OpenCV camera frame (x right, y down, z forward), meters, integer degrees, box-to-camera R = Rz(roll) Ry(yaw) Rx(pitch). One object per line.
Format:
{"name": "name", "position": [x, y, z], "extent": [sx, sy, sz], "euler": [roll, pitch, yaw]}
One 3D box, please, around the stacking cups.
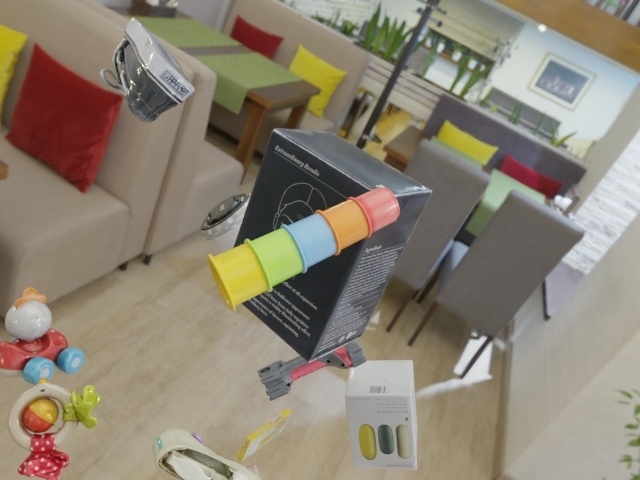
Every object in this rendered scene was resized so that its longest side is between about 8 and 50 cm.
{"name": "stacking cups", "position": [-0.016, 0.008, 0.837], "extent": [0.316, 0.096, 0.096], "euler": [-23, 49, -18]}

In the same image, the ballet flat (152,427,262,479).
{"name": "ballet flat", "position": [-0.188, 0.421, 0.922], "extent": [0.248, 0.086, 0.086], "euler": [37, 25, -14]}

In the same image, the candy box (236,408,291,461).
{"name": "candy box", "position": [-0.181, 0.632, 1.707], "extent": [0.027, 0.105, 0.205], "euler": [36, 28, 25]}

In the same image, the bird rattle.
{"name": "bird rattle", "position": [-0.689, 0.470, 1.335], "extent": [0.206, 0.254, 0.143], "euler": [39, -9, -5]}

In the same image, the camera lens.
{"name": "camera lens", "position": [-0.254, -0.006, 1.785], "extent": [0.274, 0.219, 0.219], "euler": [55, 19, -22]}

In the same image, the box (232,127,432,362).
{"name": "box", "position": [0.000, 0.000, 1.135], "extent": [0.293, 0.396, 0.211], "euler": [36, 28, 27]}

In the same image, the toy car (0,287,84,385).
{"name": "toy car", "position": [-0.799, 0.247, 1.467], "extent": [0.219, 0.238, 0.210], "euler": [13, 8, 20]}

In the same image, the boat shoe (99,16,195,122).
{"name": "boat shoe", "position": [-0.285, -0.268, 0.849], "extent": [0.113, 0.105, 0.306], "euler": [43, 7, -43]}

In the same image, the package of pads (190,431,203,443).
{"name": "package of pads", "position": [-0.353, 0.559, 1.450], "extent": [0.032, 0.083, 0.050], "euler": [45, 68, -3]}

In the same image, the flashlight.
{"name": "flashlight", "position": [-0.020, 0.371, 1.529], "extent": [0.303, 0.103, 0.103], "euler": [-25, 35, -8]}

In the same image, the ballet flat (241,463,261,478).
{"name": "ballet flat", "position": [-0.349, 0.778, 1.705], "extent": [0.315, 0.108, 0.106], "euler": [-5, 65, -3]}

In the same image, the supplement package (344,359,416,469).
{"name": "supplement package", "position": [0.197, 0.539, 1.638], "extent": [0.199, 0.263, 0.198], "euler": [-4, 18, 12]}
